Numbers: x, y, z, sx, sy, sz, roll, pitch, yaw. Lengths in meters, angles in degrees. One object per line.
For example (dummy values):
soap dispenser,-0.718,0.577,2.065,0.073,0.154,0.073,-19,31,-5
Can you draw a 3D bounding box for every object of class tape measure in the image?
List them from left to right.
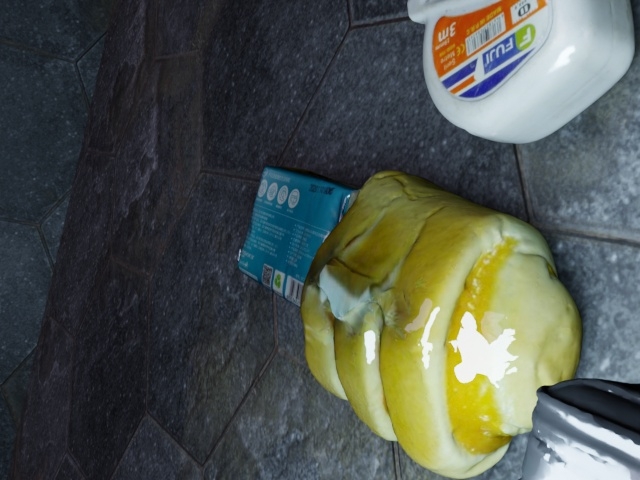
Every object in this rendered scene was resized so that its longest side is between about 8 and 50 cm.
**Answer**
tape measure,0.229,-0.248,0.886,0.258,0.130,0.265,-26,64,54

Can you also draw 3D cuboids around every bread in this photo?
bread,0.119,0.094,0.866,0.341,0.210,0.300,38,114,54

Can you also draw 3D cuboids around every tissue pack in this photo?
tissue pack,0.000,0.000,1.141,0.271,0.134,0.192,25,100,57

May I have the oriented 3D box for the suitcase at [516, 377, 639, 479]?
suitcase,0.306,0.182,0.422,0.339,0.345,0.188,17,99,57
